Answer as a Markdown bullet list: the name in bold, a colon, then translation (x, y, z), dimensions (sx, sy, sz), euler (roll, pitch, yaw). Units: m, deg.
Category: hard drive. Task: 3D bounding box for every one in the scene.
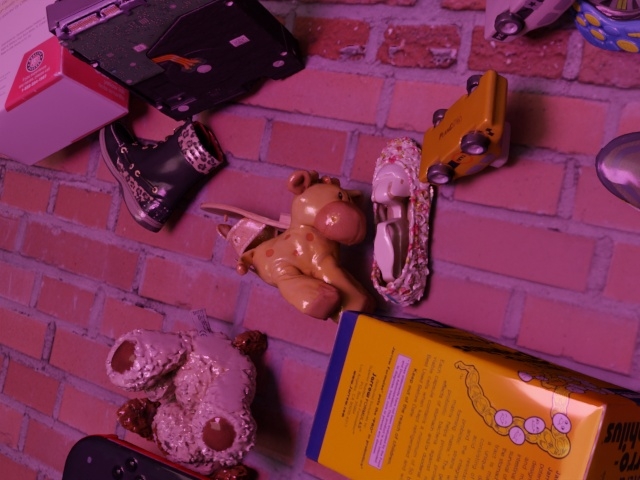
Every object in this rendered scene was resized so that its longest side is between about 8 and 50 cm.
- **hard drive**: translation (-0.197, -0.290, 1.516), dimensions (0.237, 0.339, 0.064), euler (-21, 70, 18)

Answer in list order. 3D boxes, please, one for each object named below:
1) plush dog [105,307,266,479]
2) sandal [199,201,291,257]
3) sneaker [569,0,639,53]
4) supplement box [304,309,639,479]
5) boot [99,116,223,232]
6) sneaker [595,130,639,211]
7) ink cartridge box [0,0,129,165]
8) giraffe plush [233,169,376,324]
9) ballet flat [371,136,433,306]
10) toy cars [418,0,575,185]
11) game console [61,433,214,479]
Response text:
- **plush dog**: translation (-0.181, 0.253, 1.574), dimensions (0.262, 0.210, 0.225), euler (33, 123, 20)
- **sandal**: translation (-0.097, -0.004, 1.585), dimensions (0.240, 0.088, 0.079), euler (8, 82, 34)
- **sneaker**: translation (0.375, -0.270, 1.271), dimensions (0.078, 0.067, 0.188), euler (-43, 41, -15)
- **supplement box**: translation (0.191, 0.226, 1.251), dimensions (0.356, 0.194, 0.195), euler (18, 95, 38)
- **boot**: translation (-0.264, -0.150, 1.750), dimensions (0.178, 0.085, 0.236), euler (-41, 56, 19)
- **sneaker**: translation (0.431, -0.059, 1.148), dimensions (0.300, 0.121, 0.111), euler (21, 96, 39)
- **ink cartridge box**: translation (-0.476, -0.367, 1.858), dimensions (0.279, 0.160, 0.385), euler (-22, 59, 34)
- **giraffe plush**: translation (0.000, 0.000, 1.448), dimensions (0.210, 0.181, 0.170), euler (28, 96, 16)
- **ballet flat**: translation (0.105, -0.031, 1.435), dimensions (0.091, 0.077, 0.241), euler (-12, 75, 36)
- **toy cars**: translation (0.240, -0.223, 1.323), dimensions (0.176, 0.087, 0.394), euler (-108, 37, -62)
- **game console**: translation (-0.262, 0.504, 1.548), dimensions (0.342, 0.060, 0.387), euler (17, 100, 30)
